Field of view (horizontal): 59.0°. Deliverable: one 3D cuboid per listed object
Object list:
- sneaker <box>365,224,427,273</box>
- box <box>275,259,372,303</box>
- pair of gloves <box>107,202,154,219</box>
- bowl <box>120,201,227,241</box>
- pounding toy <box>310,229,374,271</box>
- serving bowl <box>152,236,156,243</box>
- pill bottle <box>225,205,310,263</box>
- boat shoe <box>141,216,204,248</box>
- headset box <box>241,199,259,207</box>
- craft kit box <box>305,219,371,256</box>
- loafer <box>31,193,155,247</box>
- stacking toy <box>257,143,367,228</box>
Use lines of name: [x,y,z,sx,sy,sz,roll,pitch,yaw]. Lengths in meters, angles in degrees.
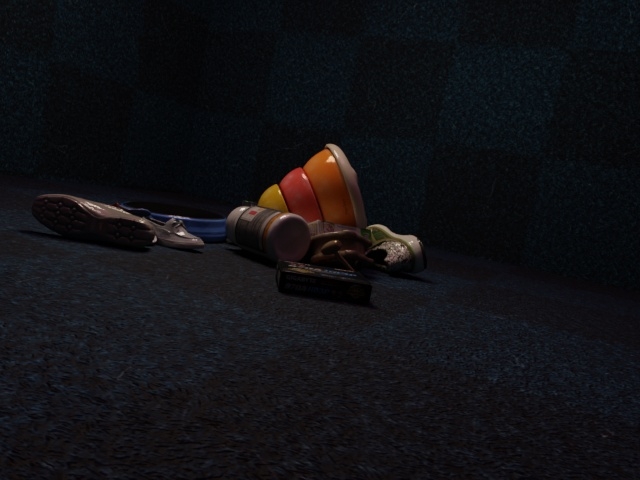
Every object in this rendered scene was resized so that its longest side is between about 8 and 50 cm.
sneaker: [0.196,0.038,2.055,0.182,0.158,0.410,-12,11,-28]
box: [0.002,0.099,1.386,0.220,0.051,0.175,9,5,-7]
pair of gloves: [-0.617,-0.077,1.743,0.198,0.023,0.159,-11,-22,27]
bowl: [-0.519,-0.072,1.998,0.390,0.077,0.391,9,7,-1]
pounding toy: [0.055,0.063,1.738,0.154,0.155,0.269,-15,-21,30]
serving bowl: [-0.512,-0.017,1.623,0.083,0.027,0.083,44,12,-12]
pill bottle: [-0.172,-0.024,1.775,0.162,0.162,0.278,6,7,-41]
boat shoe: [-0.445,-0.026,1.678,0.227,0.081,0.079,12,5,19]
headset box: [-0.213,-0.099,2.656,0.283,0.131,0.246,12,5,23]
craft kit box: [0.000,0.000,1.897,0.246,0.061,0.249,12,-21,-41]
loafer: [-0.604,-0.048,1.520,0.319,0.112,0.111,18,0,-4]
stacking toy: [-0.104,-0.115,2.006,0.479,0.351,0.350,-18,9,-6]
